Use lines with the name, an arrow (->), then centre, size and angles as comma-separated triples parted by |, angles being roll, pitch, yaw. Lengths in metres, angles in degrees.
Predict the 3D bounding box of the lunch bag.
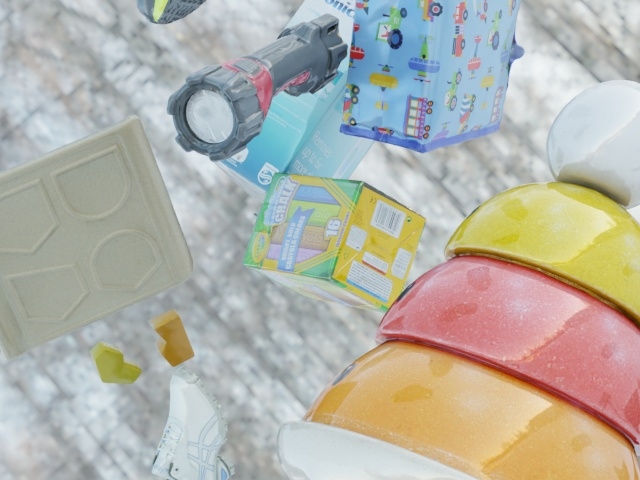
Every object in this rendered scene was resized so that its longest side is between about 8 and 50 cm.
lunch bag -> 0.175, -0.240, 2.083 | 0.293, 0.138, 0.221 | -10, -69, -50

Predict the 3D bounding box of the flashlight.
flashlight -> -0.065, -0.178, 1.906 | 0.103, 0.103, 0.304 | -14, 11, 27

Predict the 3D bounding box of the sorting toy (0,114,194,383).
sorting toy -> -0.251, 0.033, 1.753 | 0.229, 0.041, 0.307 | -26, -54, -13

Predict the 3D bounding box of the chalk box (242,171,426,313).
chalk box -> 0.000, 0.000, 2.064 | 0.132, 0.213, 0.132 | 27, -104, -41

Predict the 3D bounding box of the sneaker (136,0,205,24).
sneaker -> -0.123, -0.329, 1.362 | 0.111, 0.121, 0.300 | -25, -53, -63

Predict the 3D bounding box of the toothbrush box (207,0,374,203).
toothbrush box -> -0.003, -0.182, 2.225 | 0.295, 0.126, 0.216 | -56, -20, -5

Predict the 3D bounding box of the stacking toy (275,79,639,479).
stacking toy -> 0.200, 0.071, 1.506 | 0.350, 0.350, 0.480 | 77, -144, -71

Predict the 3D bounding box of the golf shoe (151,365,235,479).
golf shoe -> -0.147, 0.224, 1.801 | 0.086, 0.069, 0.176 | -28, -57, -31
